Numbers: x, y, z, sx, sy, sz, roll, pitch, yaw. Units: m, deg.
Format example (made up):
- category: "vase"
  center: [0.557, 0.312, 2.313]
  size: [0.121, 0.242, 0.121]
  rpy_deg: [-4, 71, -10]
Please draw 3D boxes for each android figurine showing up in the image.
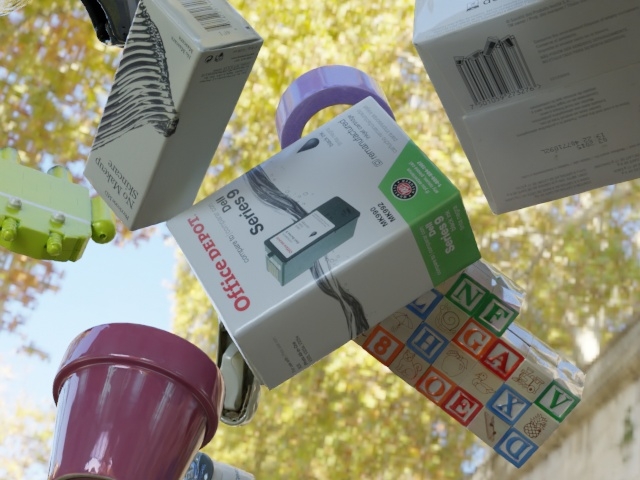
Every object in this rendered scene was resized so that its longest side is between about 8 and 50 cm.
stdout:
- category: "android figurine"
  center: [-0.412, -0.052, 1.552]
  size: [0.248, 0.273, 0.056]
  rpy_deg: [21, -71, -21]

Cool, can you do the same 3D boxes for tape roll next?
- category: "tape roll"
  center: [0.025, -0.180, 1.744]
  size: [0.188, 0.080, 0.189]
  rpy_deg: [-4, -56, -6]

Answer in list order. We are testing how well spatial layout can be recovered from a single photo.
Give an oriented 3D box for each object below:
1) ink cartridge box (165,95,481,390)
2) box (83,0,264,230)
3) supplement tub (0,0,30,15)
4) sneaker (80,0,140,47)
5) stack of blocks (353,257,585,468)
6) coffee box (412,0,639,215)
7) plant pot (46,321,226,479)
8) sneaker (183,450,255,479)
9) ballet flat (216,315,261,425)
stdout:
- category: "ink cartridge box"
  center: [0.000, 0.000, 1.233]
  size: [0.289, 0.211, 0.121]
  rpy_deg: [-32, -42, -5]
- category: "box"
  center: [-0.172, -0.147, 1.222]
  size: [0.113, 0.094, 0.275]
  rpy_deg: [47, -47, 22]
- category: "supplement tub"
  center: [-0.439, -0.415, 1.414]
  size: [0.193, 0.194, 0.316]
  rpy_deg: [22, -9, -16]
- category: "sneaker"
  center: [-0.245, -0.305, 1.518]
  size: [0.300, 0.121, 0.111]
  rpy_deg: [37, -14, -25]
- category: "stack of blocks"
  center: [0.192, 0.127, 1.396]
  size: [0.297, 0.087, 0.171]
  rpy_deg: [38, -67, 5]
- category: "coffee box"
  center: [0.352, -0.301, 1.573]
  size: [0.337, 0.334, 0.338]
  rpy_deg: [-15, -49, 22]
- category: "plant pot"
  center: [-0.220, 0.223, 1.231]
  size: [0.201, 0.180, 0.201]
  rpy_deg: [6, -44, 6]
- category: "sneaker"
  center: [-0.219, 0.449, 1.792]
  size: [0.129, 0.111, 0.297]
  rpy_deg: [21, -40, -30]
- category: "ballet flat"
  center: [-0.107, 0.135, 1.478]
  size: [0.086, 0.249, 0.086]
  rpy_deg: [5, 3, 0]
